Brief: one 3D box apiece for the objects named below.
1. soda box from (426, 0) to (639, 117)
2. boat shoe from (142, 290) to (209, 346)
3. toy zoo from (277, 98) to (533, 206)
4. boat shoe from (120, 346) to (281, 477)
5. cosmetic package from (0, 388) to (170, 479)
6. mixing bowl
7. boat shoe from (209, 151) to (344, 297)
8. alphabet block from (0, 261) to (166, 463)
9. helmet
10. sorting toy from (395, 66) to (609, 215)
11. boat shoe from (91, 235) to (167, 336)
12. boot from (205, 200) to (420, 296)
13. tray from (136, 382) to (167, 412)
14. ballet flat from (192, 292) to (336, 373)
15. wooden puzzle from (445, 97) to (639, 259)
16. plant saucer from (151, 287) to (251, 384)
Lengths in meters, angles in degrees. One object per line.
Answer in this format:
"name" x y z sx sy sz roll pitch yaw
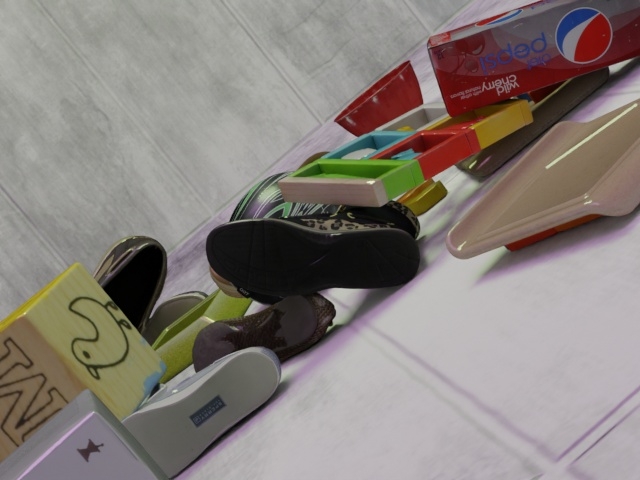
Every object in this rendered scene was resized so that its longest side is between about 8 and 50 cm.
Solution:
"soda box" 0.262 -0.233 1.596 0.263 0.092 0.083 -17 17 8
"boat shoe" -0.233 0.123 2.215 0.206 0.075 0.065 -38 10 45
"toy zoo" 0.116 -0.115 1.603 0.293 0.030 0.192 -29 19 -29
"boat shoe" -0.136 0.190 1.461 0.227 0.079 0.081 -33 0 7
"cosmetic package" -0.212 0.244 1.201 0.151 0.151 0.183 -41 7 -8
"mixing bowl" 0.125 -0.242 2.512 0.181 0.098 0.181 -39 9 7
"boat shoe" -0.044 -0.004 2.007 0.341 0.121 0.110 -43 -29 -42
"alphabet block" -0.358 0.182 1.804 0.193 0.197 0.192 -36 10 23
"helmet" -0.044 -0.010 1.796 0.161 0.169 0.169 -53 1 29
"sorting toy" 0.219 -0.136 1.729 0.307 0.041 0.229 -39 8 4
"boat shoe" -0.351 0.142 2.163 0.130 0.132 0.355 -26 40 66
"boot" 0.001 0.002 1.538 0.236 0.085 0.178 1 13 8
"tray" -0.312 0.290 1.820 0.270 0.030 0.145 -42 8 -15
"ballet flat" -0.066 0.113 1.574 0.058 0.084 0.250 -9 -14 -43
"wooden puzzle" 0.250 -0.064 1.232 0.221 0.044 0.238 -43 14 -28
"plant saucer" -0.196 0.141 2.052 0.188 0.045 0.188 -37 8 19
